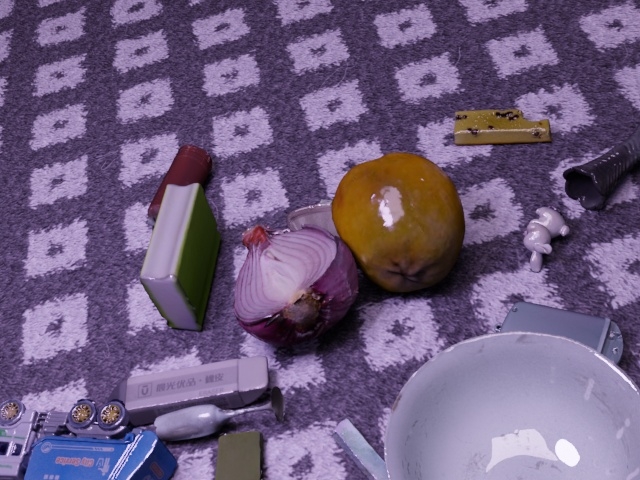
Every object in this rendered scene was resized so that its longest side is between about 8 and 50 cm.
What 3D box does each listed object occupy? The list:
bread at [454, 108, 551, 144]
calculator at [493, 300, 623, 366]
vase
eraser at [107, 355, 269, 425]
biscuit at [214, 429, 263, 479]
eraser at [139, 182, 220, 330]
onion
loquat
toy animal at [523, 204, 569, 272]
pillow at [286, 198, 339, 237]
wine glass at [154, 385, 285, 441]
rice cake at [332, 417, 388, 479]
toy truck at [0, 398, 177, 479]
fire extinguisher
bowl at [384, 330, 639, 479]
[{"bbox_3d":[0.427,-0.268,2.222,0.226,0.049,0.088,-1,48,14],"label":"bread"},{"bbox_3d":[0.450,0.190,1.800,0.246,0.045,0.141,11,53,25],"label":"calculator"},{"bbox_3d":[0.644,-0.171,2.041,0.237,0.115,0.115,-35,49,-19],"label":"vase"},{"bbox_3d":[-0.270,0.304,1.896,0.352,0.061,0.089,-11,47,5],"label":"eraser"},{"bbox_3d":[-0.148,0.490,1.707,0.099,0.038,0.322,-11,47,10],"label":"biscuit"},{"bbox_3d":[-0.295,0.037,2.048,0.092,0.210,0.274,-4,50,12],"label":"eraser"},{"bbox_3d":[-0.055,0.087,1.971,0.267,0.159,0.348,-34,32,1],"label":"onion"},{"bbox_3d":[0.162,-0.041,1.957,0.276,0.276,0.284,-13,50,5],"label":"loquat"},{"bbox_3d":[0.459,-0.008,1.963,0.085,0.071,0.124,38,57,18],"label":"toy animal"},{"bbox_3d":[0.000,0.000,2.109,0.131,0.038,0.232,-16,49,-1],"label":"pillow"},{"bbox_3d":[-0.202,0.343,1.831,0.262,0.074,0.074,-14,46,11],"label":"wine glass"},{"bbox_3d":[0.091,0.406,1.716,0.043,0.034,0.211,-27,46,-20],"label":"rice cake"},{"bbox_3d":[-0.466,0.407,1.803,0.367,0.146,0.175,0,53,16],"label":"toy truck"},{"bbox_3d":[-0.342,-0.103,2.270,0.105,0.105,0.269,4,50,19],"label":"fire extinguisher"},{"bbox_3d":[0.332,0.379,1.559,0.435,0.196,0.435,-8,46,9],"label":"bowl"}]
